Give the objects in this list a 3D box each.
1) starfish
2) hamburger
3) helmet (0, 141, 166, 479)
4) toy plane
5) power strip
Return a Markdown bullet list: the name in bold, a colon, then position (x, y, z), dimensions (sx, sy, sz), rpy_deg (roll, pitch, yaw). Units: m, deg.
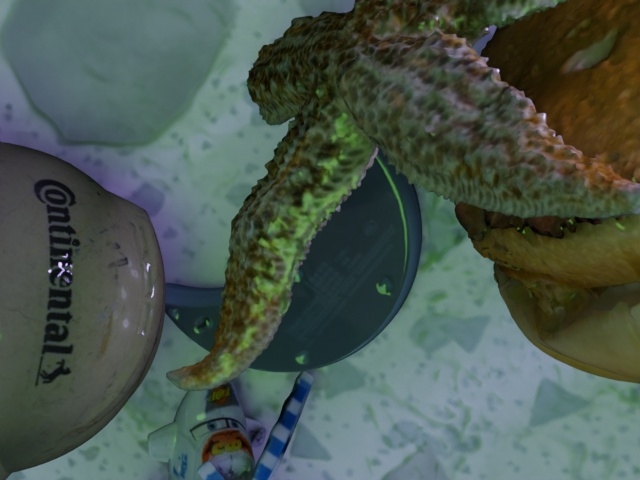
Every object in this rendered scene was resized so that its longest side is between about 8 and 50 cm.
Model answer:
- **starfish**: position (0.053, -0.097, 0.665), dimensions (0.358, 0.347, 0.078), rpy_deg (-34, 117, 30)
- **hamburger**: position (0.208, -0.068, 0.655), dimensions (0.284, 0.304, 0.174), rpy_deg (-22, 110, 27)
- **helmet**: position (-0.166, 0.025, 0.828), dimensions (0.137, 0.204, 0.258), rpy_deg (-4, 89, -4)
- **toy plane**: position (-0.067, 0.225, 0.902), dimensions (0.182, 0.107, 0.273), rpy_deg (-21, 111, -22)
- **power strip**: position (0.000, 0.000, 0.850), dimensions (0.137, 0.044, 0.216), rpy_deg (40, 110, 0)
